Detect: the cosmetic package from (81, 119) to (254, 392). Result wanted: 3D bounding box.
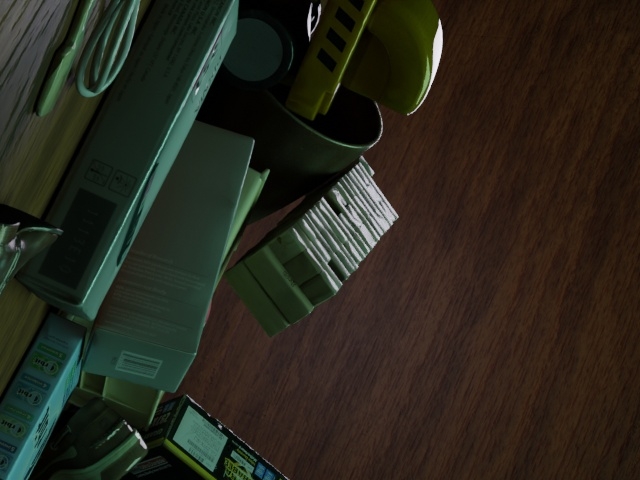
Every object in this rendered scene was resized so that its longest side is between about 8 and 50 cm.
[{"bbox_3d":[-0.144,0.011,1.285,0.127,0.107,0.238,121,-18,-61],"label":"cosmetic package"}]

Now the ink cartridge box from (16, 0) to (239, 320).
[{"bbox_3d":[-0.150,-0.067,1.101,0.239,0.060,0.275,117,-2,-81],"label":"ink cartridge box"}]

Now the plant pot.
[{"bbox_3d":[-0.076,-0.122,1.689,0.230,0.215,0.215,-47,-170,30],"label":"plant pot"}]

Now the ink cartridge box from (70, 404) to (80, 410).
[{"bbox_3d":[-0.299,0.203,1.938,0.333,0.065,0.165,-93,-152,-84],"label":"ink cartridge box"}]

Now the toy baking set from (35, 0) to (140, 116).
[{"bbox_3d":[-0.099,-0.190,0.831,0.197,0.030,0.256,117,-2,-47],"label":"toy baking set"}]

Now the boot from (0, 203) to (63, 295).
[{"bbox_3d":[-0.201,0.037,0.799,0.114,0.037,0.106,-68,168,5],"label":"boot"}]

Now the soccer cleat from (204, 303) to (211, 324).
[{"bbox_3d":[-0.195,0.040,1.919,0.095,0.083,0.248,-129,-132,-71],"label":"soccer cleat"}]

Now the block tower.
[{"bbox_3d":[0.000,0.000,1.590,0.091,0.097,0.335,-33,-172,24],"label":"block tower"}]

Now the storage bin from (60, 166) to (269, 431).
[{"bbox_3d":[-0.181,0.048,1.475,0.260,0.123,0.262,120,-5,-65],"label":"storage bin"}]

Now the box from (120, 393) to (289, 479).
[{"bbox_3d":[-0.180,0.325,1.648,0.322,0.257,0.079,-24,-148,43],"label":"box"}]

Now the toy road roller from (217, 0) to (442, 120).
[{"bbox_3d":[0.044,-0.285,1.475,0.202,0.240,0.329,-69,-176,-64],"label":"toy road roller"}]

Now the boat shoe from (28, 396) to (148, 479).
[{"bbox_3d":[-0.272,0.212,1.425,0.257,0.095,0.095,-25,-165,51],"label":"boat shoe"}]

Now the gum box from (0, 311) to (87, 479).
[{"bbox_3d":[-0.278,0.177,1.245,0.157,0.041,0.184,118,-4,-63],"label":"gum box"}]
